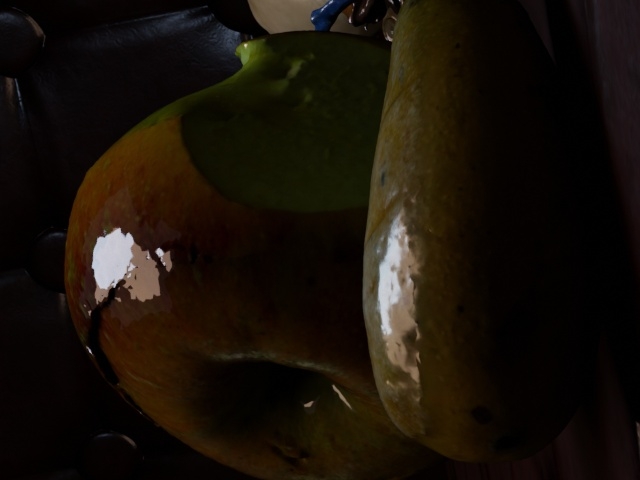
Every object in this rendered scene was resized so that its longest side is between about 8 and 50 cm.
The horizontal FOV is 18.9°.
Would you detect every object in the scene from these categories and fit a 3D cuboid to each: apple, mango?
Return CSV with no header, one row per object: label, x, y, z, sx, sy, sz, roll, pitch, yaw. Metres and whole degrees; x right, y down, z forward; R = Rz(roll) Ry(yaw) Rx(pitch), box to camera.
apple,0.000,0.000,1.532,0.374,0.384,0.374,-55,17,26
mango,0.108,-0.020,1.268,0.176,0.176,0.329,2,85,50

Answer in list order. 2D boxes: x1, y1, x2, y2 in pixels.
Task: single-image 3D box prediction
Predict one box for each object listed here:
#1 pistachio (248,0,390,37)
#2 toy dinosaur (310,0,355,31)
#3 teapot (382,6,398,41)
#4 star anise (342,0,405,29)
pistachio,0.017,-0.319,2.139,0.309,0.230,0.230,-176,75,-75
toy dinosaur,0.079,-0.272,1.473,0.329,0.144,0.076,101,167,-53
teapot,0.102,-0.216,2.030,0.085,0.080,0.110,64,152,3
star anise,0.050,-0.283,1.773,0.190,0.220,0.125,-27,-38,-56
